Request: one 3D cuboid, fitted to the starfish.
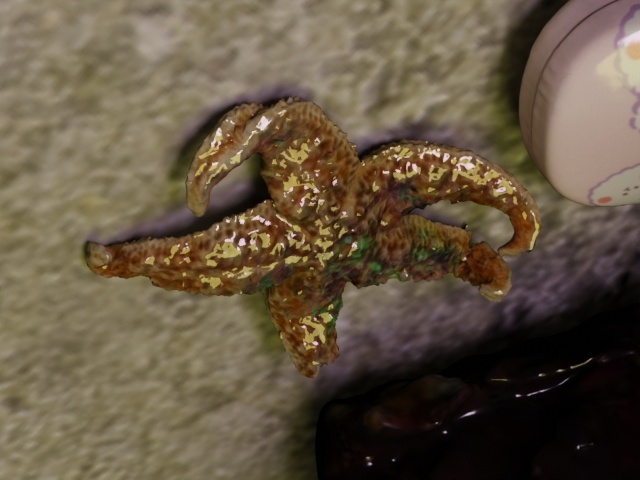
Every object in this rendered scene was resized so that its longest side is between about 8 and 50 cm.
[{"bbox_3d":[-0.003,-0.005,0.760,0.210,0.053,0.150,-9,121,-15],"label":"starfish"}]

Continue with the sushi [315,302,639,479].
[{"bbox_3d":[0.157,0.185,0.841,0.294,0.299,0.281,-21,164,-6],"label":"sushi"}]

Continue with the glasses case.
[{"bbox_3d":[0.230,-0.095,0.768,0.297,0.075,0.113,-17,137,-13],"label":"glasses case"}]
